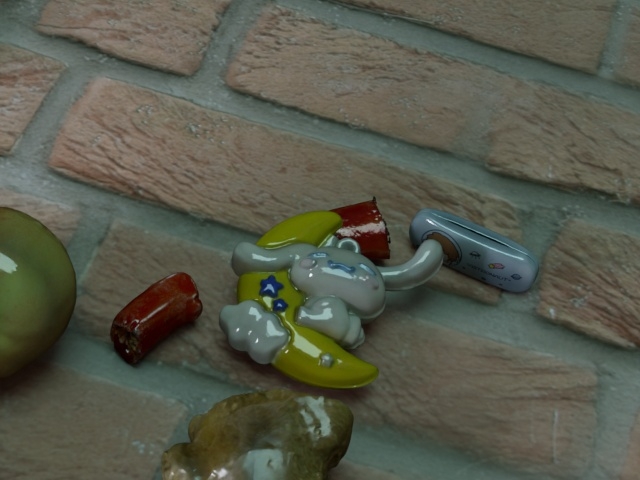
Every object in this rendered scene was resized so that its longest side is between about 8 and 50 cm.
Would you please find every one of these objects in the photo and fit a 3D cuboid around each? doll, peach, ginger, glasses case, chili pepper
[{"bbox_3d":[0.005,0.065,1.868,0.252,0.111,0.237,17,57,8],"label":"doll"},{"bbox_3d":[-0.393,0.060,1.785,0.232,0.232,0.232,4,49,-5],"label":"peach"},{"bbox_3d":[-0.076,0.286,1.661,0.219,0.123,0.270,8,51,10],"label":"ginger"},{"bbox_3d":[0.200,0.013,1.978,0.178,0.067,0.045,24,50,13],"label":"glasses case"},{"bbox_3d":[0.001,0.004,1.967,0.169,0.065,0.088,-15,51,-13],"label":"chili pepper"},{"bbox_3d":[-0.199,0.091,1.851,0.070,0.073,0.123,7,34,44],"label":"chili pepper"}]
